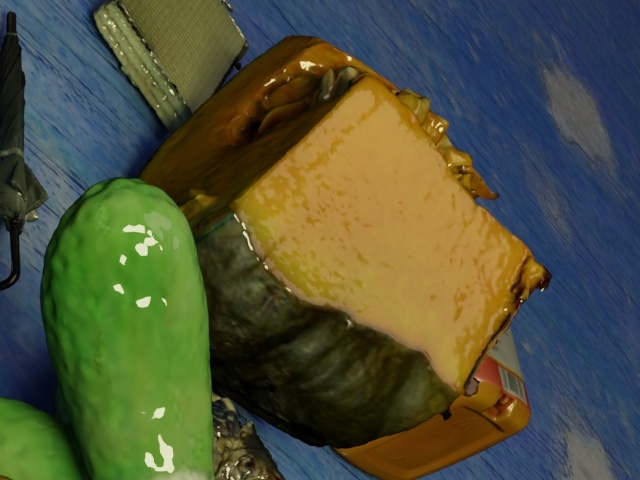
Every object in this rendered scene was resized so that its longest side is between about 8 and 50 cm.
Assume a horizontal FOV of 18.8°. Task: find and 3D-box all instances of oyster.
[{"bbox_3d":[-0.053,0.171,1.365,0.148,0.051,0.103,55,25,-19],"label":"oyster"}]

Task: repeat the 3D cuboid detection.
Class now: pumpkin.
[{"bbox_3d":[0.000,0.000,1.411,0.225,0.256,0.303,50,0,-18],"label":"pumpkin"}]

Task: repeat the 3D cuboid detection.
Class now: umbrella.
[{"bbox_3d":[-0.204,-0.065,1.318,0.044,0.044,0.269,84,2,-48],"label":"umbrella"}]

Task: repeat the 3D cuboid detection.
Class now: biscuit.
[{"bbox_3d":[-0.121,-0.173,1.612,0.121,0.040,0.199,55,23,-13],"label":"biscuit"}]

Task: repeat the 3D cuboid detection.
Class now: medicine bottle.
[{"bbox_3d":[0.074,0.073,1.615,0.112,0.149,0.222,35,35,-47],"label":"medicine bottle"}]

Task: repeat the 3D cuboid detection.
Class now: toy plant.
[{"bbox_3d":[-0.094,0.177,1.111,0.317,0.210,0.356,96,-28,-68],"label":"toy plant"}]

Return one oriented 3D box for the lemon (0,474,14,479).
[{"bbox_3d":[-0.175,0.240,0.701,0.336,0.336,0.336,47,28,-34],"label":"lemon"}]
